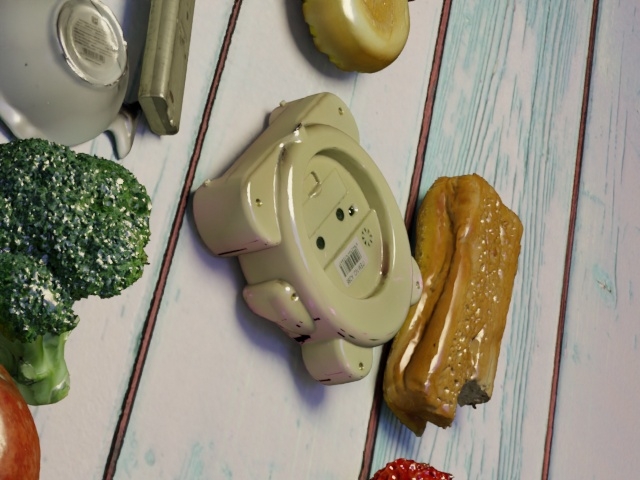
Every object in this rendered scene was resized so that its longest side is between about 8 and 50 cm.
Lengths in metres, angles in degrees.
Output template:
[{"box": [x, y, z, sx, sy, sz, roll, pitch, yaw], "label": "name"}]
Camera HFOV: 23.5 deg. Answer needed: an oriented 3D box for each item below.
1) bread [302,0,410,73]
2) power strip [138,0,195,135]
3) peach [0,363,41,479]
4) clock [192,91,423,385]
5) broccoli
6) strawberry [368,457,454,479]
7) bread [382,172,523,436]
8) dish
[{"box": [0.042, -0.325, 2.075, 0.213, 0.104, 0.213, 29, 52, -45], "label": "bread"}, {"box": [-0.175, -0.253, 1.801, 0.092, 0.034, 0.268, 73, 19, -64], "label": "power strip"}, {"box": [-0.346, 0.173, 1.303, 0.232, 0.232, 0.257, 28, 61, -44], "label": "peach"}, {"box": [0.000, 0.000, 1.902, 0.309, 0.114, 0.284, 62, 37, -19], "label": "clock"}, {"box": [-0.272, 0.028, 1.474, 0.269, 0.254, 0.269, -23, 128, -33], "label": "broccoli"}, {"box": [0.120, 0.327, 1.906, 0.145, 0.145, 0.086, 51, 41, -27], "label": "strawberry"}, {"box": [0.182, 0.097, 2.100, 0.185, 0.109, 0.380, 49, 45, -41], "label": "bread"}, {"box": [-0.260, -0.196, 1.665, 0.246, 0.078, 0.224, 41, 47, -36], "label": "dish"}]
